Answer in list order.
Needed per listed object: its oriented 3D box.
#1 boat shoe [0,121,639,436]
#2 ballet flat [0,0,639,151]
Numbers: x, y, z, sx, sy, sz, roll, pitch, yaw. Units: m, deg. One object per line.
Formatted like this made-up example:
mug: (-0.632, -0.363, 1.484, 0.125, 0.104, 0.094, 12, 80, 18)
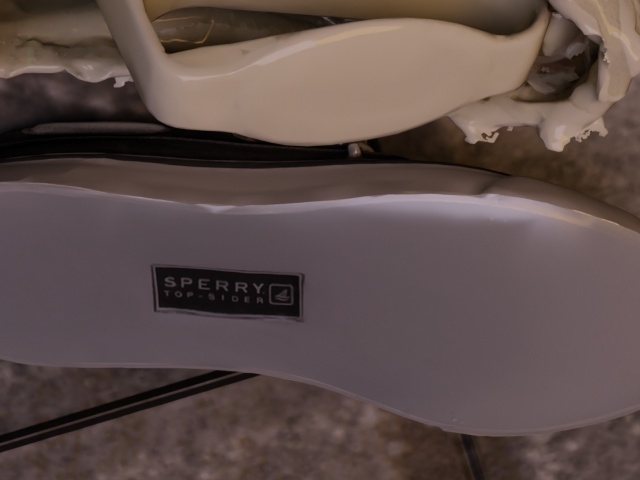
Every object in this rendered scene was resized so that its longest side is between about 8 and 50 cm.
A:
boat shoe: (-0.001, 0.004, 0.476, 0.306, 0.105, 0.113, 2, 121, 3)
ballet flat: (-0.075, -0.098, 0.376, 0.409, 0.147, 0.147, 2, 117, -9)
